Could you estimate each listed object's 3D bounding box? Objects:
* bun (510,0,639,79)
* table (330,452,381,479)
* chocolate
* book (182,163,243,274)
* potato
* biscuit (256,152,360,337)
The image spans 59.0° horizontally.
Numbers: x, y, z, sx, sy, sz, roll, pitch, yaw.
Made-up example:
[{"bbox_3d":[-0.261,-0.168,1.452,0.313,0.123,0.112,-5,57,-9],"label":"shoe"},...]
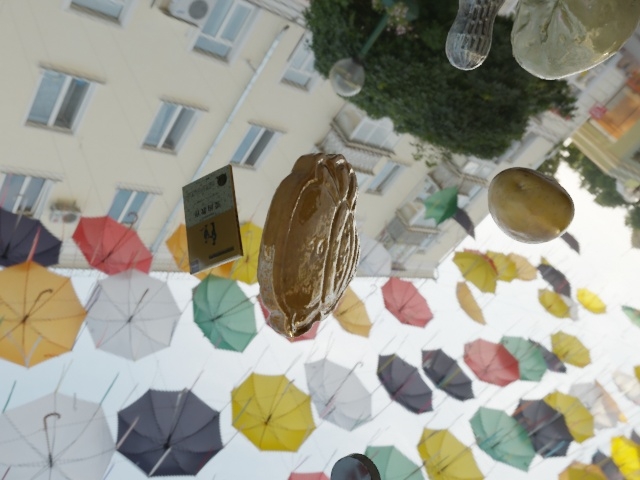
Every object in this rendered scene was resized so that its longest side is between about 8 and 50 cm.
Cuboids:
[{"bbox_3d":[0.629,-0.586,1.411,0.234,0.362,0.326,15,-149,-39],"label":"bun"},{"bbox_3d":[0.091,0.630,1.482,0.043,0.133,0.133,8,-140,-55],"label":"table"},{"bbox_3d":[0.231,-0.337,0.833,0.072,0.167,0.072,12,-163,-4],"label":"chocolate"},{"bbox_3d":[-0.192,-0.037,0.993,0.012,0.118,0.172,19,-124,-55],"label":"book"},{"bbox_3d":[0.383,-0.062,1.034,0.150,0.146,0.234,0,-172,25],"label":"potato"},{"bbox_3d":[0.000,0.000,1.010,0.057,0.312,0.351,10,-168,24],"label":"biscuit"}]
